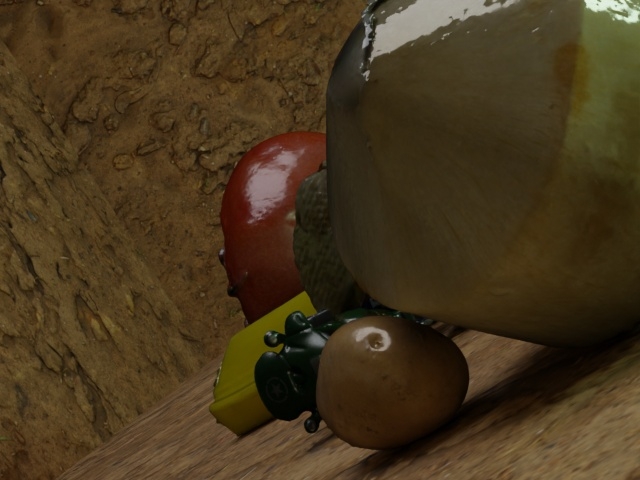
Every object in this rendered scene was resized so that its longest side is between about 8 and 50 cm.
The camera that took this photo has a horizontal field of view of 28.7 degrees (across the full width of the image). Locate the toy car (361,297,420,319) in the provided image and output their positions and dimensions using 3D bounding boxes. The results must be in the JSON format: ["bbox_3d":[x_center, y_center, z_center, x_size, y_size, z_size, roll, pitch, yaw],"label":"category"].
[{"bbox_3d":[0.121,0.032,1.669,0.158,0.172,0.235,-15,5,22],"label":"toy car"}]

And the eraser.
[{"bbox_3d":[-0.047,0.155,1.688,0.226,0.069,0.158,-34,25,33],"label":"eraser"}]

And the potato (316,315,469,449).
[{"bbox_3d":[0.056,0.110,0.979,0.112,0.112,0.147,-33,4,-32],"label":"potato"}]

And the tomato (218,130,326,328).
[{"bbox_3d":[0.000,0.000,1.879,0.272,0.341,0.341,-17,4,13],"label":"tomato"}]

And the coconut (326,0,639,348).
[{"bbox_3d":[0.136,-0.074,0.914,0.323,0.323,0.323,-33,1,0],"label":"coconut"}]

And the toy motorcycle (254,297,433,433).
[{"bbox_3d":[0.015,0.125,1.329,0.187,0.125,0.274,-24,-3,-10],"label":"toy motorcycle"}]

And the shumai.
[{"bbox_3d":[0.051,-0.002,1.510,0.120,0.201,0.201,-3,-14,-27],"label":"shumai"}]
